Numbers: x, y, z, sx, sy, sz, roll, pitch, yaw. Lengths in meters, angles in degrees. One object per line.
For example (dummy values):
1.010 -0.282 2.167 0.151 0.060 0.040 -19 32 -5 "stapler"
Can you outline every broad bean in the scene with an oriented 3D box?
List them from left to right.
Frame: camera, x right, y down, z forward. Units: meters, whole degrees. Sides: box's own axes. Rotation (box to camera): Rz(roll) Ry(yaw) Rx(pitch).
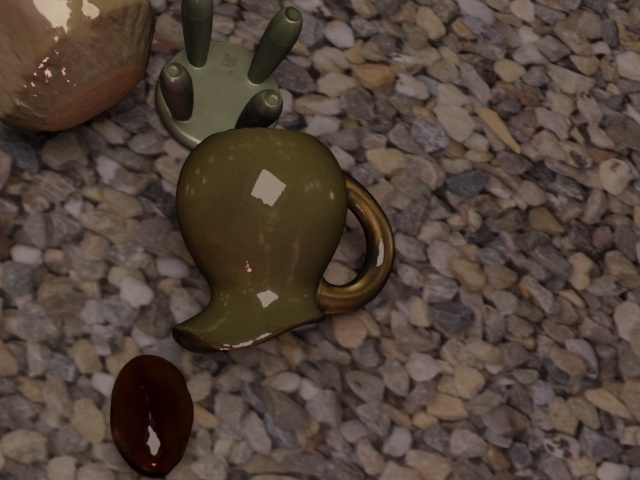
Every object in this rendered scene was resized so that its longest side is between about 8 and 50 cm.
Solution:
-0.229 0.236 1.483 0.114 0.084 0.165 16 61 -25 "broad bean"

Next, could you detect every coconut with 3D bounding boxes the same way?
-0.400 -0.323 1.533 0.328 0.329 0.329 4 70 -12 "coconut"

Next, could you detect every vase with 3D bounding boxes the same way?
-0.042 0.008 1.537 0.329 0.241 0.302 3 81 -23 "vase"

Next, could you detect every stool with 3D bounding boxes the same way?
-0.136 -0.247 1.610 0.195 0.199 0.195 16 67 -9 "stool"
